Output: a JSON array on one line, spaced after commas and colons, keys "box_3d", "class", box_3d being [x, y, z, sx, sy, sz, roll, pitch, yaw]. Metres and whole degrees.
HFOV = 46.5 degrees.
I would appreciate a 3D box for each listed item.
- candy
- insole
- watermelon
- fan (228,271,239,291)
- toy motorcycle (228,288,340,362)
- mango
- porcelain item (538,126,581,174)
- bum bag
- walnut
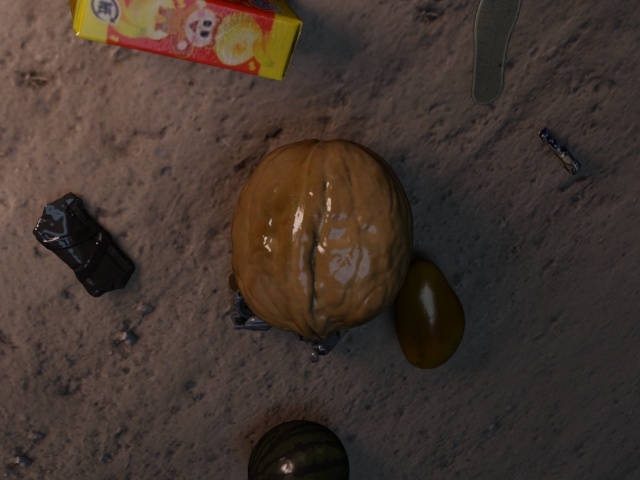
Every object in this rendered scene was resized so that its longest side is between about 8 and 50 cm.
[{"box_3d": [-0.175, -0.295, 0.957, 0.276, 0.146, 0.088, 8, 120, -25], "class": "candy"}, {"box_3d": [0.281, -0.326, 1.211, 0.080, 0.003, 0.232, -10, 127, -16], "class": "insole"}, {"box_3d": [-0.046, 0.475, 1.531, 0.212, 0.212, 0.212, -11, 128, -15], "class": "watermelon"}, {"box_3d": [-0.056, 0.016, 1.319, 0.152, 0.008, 0.227, 19, 116, -32], "class": "fan"}, {"box_3d": [-0.042, 0.138, 1.348, 0.270, 0.106, 0.159, 5, 120, -32], "class": "toy motorcycle"}, {"box_3d": [0.213, 0.141, 1.457, 0.138, 0.113, 0.253, -15, 122, -7], "class": "mango"}, {"box_3d": [0.451, -0.150, 1.363, 0.021, 0.075, 0.136, -44, 129, 13], "class": "porcelain item"}, {"box_3d": [-0.369, 0.011, 1.164, 0.087, 0.049, 0.198, -46, 132, -18], "class": "bum bag"}, {"box_3d": [0.001, 0.000, 1.158, 0.277, 0.252, 0.313, -2, 98, -12], "class": "walnut"}]
